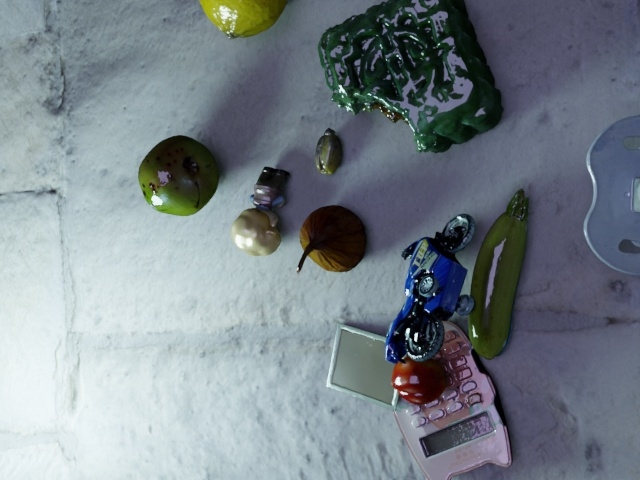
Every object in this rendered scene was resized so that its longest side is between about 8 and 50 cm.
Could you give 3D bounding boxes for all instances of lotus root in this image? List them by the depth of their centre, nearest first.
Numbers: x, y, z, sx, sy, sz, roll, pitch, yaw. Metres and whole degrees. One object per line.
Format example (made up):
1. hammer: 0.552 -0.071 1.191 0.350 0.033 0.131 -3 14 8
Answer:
1. lotus root: 0.018 -0.189 1.924 0.054 0.049 0.099 7 93 32

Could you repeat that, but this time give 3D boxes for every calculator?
1. calculator: 0.250 0.319 1.822 0.220 0.048 0.330 -27 76 23

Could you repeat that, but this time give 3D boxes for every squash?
1. squash: 0.342 0.064 1.760 0.094 0.094 0.341 13 97 24

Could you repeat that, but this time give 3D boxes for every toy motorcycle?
1. toy motorcycle: 0.209 0.093 1.772 0.169 0.113 0.315 -1 65 55

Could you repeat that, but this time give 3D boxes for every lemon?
1. lemon: -0.164 -0.541 1.932 0.192 0.192 0.231 8 86 24

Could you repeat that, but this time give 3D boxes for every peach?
1. peach: 0.195 0.271 1.776 0.100 0.101 0.101 0 89 24

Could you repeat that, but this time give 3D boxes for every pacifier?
1. pacifier: 0.587 -0.078 1.581 0.238 0.226 0.287 6 93 5

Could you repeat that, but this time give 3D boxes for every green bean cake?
1. green bean cake: 0.174 -0.321 1.794 0.300 0.169 0.308 -23 82 22

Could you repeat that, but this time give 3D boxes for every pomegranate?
1. pomegranate: -0.317 -0.143 2.026 0.179 0.210 0.179 -1 97 -12

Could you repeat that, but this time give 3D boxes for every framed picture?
1. framed picture: 0.097 0.260 1.884 0.183 0.011 0.142 13 95 38

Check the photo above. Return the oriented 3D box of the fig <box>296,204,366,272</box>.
1. fig: 0.000 0.000 1.854 0.146 0.201 0.134 29 110 28

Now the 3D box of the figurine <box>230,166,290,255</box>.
1. figurine: -0.127 -0.063 1.973 0.114 0.108 0.196 14 77 14
